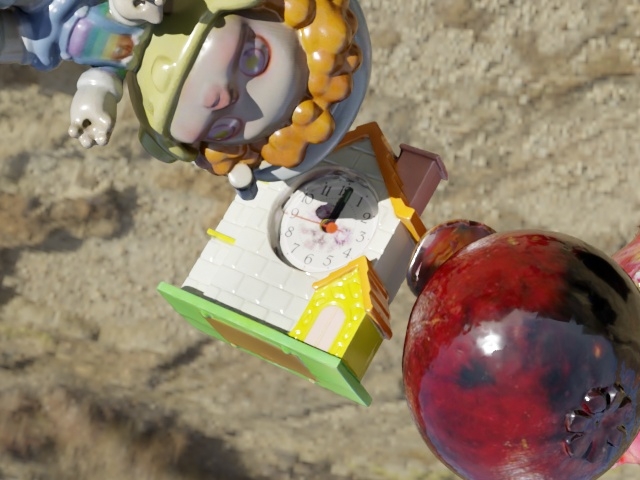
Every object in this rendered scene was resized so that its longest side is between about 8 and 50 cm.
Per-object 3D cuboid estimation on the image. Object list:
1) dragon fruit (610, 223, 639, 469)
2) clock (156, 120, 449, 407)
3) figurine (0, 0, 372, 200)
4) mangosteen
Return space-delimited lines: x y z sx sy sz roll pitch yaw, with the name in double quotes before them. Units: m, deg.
"dragon fruit" 0.432 0.099 1.497 0.249 0.371 0.386 34 150 -20
"clock" 0.000 0.000 1.285 0.219 0.255 0.106 21 162 28
"figurine" -0.136 -0.186 1.071 0.382 0.205 0.224 22 112 -42
"mangosteen" 0.127 0.071 0.850 0.199 0.200 0.200 7 148 4
